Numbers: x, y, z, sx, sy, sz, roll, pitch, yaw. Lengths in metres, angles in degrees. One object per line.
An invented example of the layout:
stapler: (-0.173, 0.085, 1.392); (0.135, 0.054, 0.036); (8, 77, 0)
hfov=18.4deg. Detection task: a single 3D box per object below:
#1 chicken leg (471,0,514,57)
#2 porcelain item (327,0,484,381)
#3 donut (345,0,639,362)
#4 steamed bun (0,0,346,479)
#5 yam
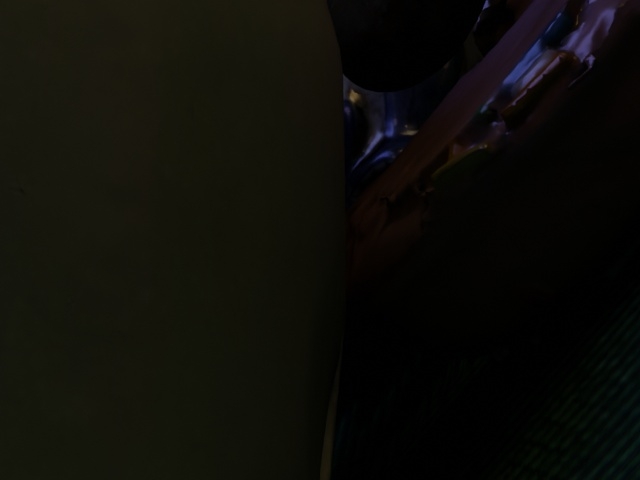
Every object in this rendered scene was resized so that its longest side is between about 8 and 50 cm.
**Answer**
chicken leg: (0.138, -0.268, 0.941); (0.182, 0.295, 0.409); (70, -137, -76)
porcelain item: (0.000, 0.000, 0.971); (0.288, 0.138, 0.186); (128, 141, -48)
donut: (0.098, -0.055, 0.743); (0.233, 0.085, 0.199); (-55, 6, -18)
steamed bun: (-0.143, 0.044, 0.744); (0.456, 0.290, 0.371); (162, 108, -66)
yam: (0.075, -0.147, 0.711); (0.253, 0.061, 0.061); (-51, 6, 46)
